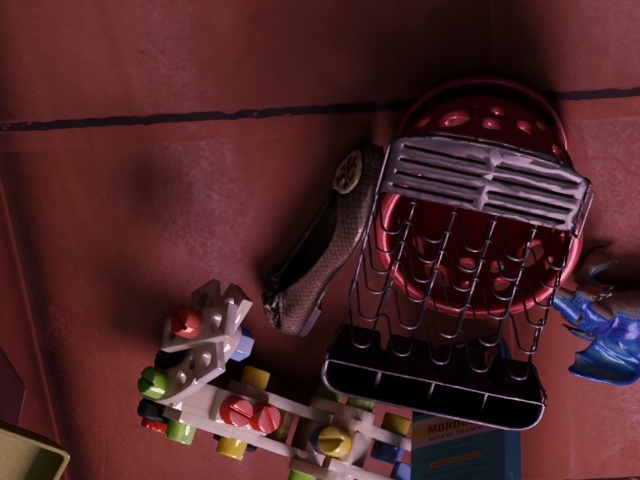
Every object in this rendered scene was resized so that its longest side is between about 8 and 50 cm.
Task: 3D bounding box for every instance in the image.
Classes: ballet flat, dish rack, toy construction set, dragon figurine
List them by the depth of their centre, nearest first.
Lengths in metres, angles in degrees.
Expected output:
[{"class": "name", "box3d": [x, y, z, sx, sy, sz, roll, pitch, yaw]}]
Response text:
[{"class": "dish rack", "box3d": [0.125, 0.033, 1.767, 0.208, 0.074, 0.271, 11, 125, -4]}, {"class": "ballet flat", "box3d": [0.000, 0.000, 1.963, 0.058, 0.084, 0.250, 18, 131, -12]}, {"class": "dragon figurine", "box3d": [0.293, 0.091, 2.003, 0.289, 0.085, 0.144, 7, 126, -3]}, {"class": "toy construction set", "box3d": [-0.059, 0.170, 2.007, 0.327, 0.151, 0.215, 40, 163, -33]}]

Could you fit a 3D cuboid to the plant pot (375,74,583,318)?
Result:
[{"class": "plant pot", "box3d": [0.147, -0.051, 1.855, 0.191, 0.174, 0.191, 1, 126, 2]}]

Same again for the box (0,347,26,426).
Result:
[{"class": "box", "box3d": [-0.471, 0.078, 2.011, 0.191, 0.143, 0.381, -16, 122, 14]}]

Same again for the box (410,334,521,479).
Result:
[{"class": "box", "box3d": [0.147, 0.201, 1.993, 0.100, 0.244, 0.060, -15, 123, 14]}]

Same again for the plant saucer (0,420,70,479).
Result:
[{"class": "plant saucer", "box3d": [-0.370, 0.234, 2.007, 0.188, 0.045, 0.188, 22, 123, -14]}]
